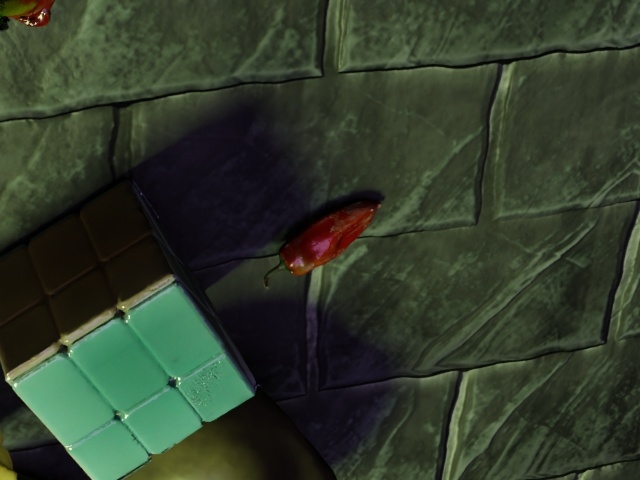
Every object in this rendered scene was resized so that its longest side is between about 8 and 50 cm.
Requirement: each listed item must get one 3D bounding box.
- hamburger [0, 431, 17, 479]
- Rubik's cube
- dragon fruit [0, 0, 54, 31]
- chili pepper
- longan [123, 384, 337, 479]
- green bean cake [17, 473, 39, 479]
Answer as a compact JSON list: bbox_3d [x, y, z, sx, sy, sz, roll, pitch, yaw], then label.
[{"bbox_3d":[-0.504,0.259,1.664,0.276,0.237,0.276,-25,142,-21],"label":"hamburger"},{"bbox_3d":[-0.241,0.108,1.687,0.224,0.221,0.231,-32,129,-1],"label":"Rubik's cube"},{"bbox_3d":[-0.331,-0.269,1.475,0.142,0.175,0.138,-8,120,19],"label":"dragon fruit"},{"bbox_3d":[-0.001,-0.001,1.831,0.191,0.050,0.059,-33,127,-15],"label":"chili pepper"},{"bbox_3d":[-0.129,0.328,1.861,0.288,0.288,0.350,-30,124,-3],"label":"longan"},{"bbox_3d":[-0.398,0.449,1.894,0.250,0.156,0.247,29,109,-36],"label":"green bean cake"}]
